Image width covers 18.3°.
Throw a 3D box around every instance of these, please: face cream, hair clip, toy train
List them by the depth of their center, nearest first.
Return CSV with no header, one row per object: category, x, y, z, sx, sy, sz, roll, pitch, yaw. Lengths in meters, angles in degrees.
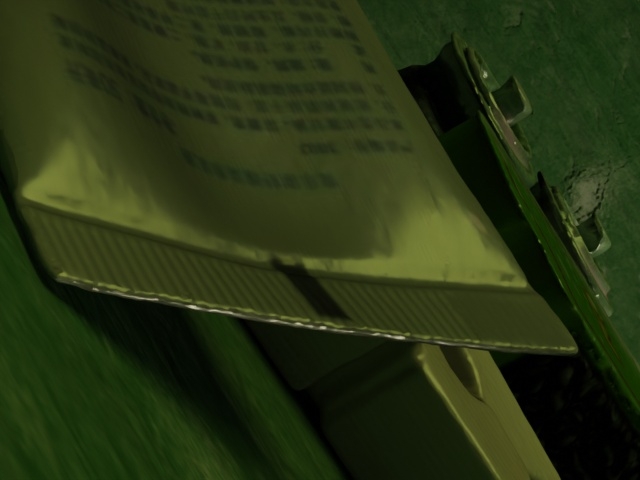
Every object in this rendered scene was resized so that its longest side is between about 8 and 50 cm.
face cream,-0.071,-0.129,0.747,0.235,0.137,0.420,12,39,-44
hair clip,-0.004,0.003,0.906,0.330,0.085,0.101,60,19,-5
toy train,0.082,0.042,1.119,0.307,0.173,0.249,53,14,-42
